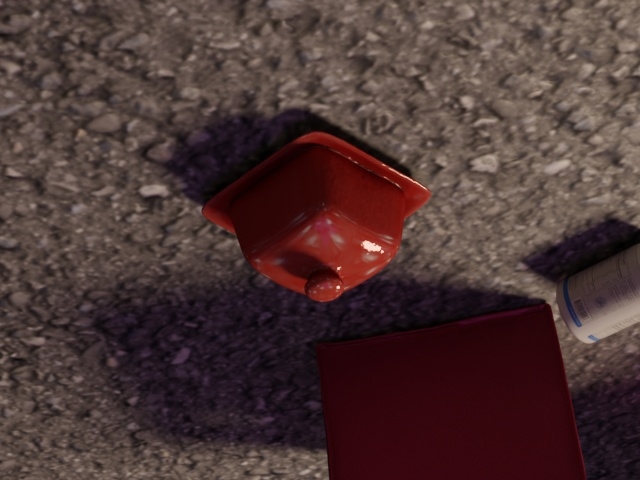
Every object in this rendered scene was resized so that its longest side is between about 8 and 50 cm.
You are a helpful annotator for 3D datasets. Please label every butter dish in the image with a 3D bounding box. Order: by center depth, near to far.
[{"bbox_3d":[0.000,0.000,1.488,0.160,0.118,0.160,27,133,-37],"label":"butter dish"}]

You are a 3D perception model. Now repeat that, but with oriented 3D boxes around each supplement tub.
[{"bbox_3d":[0.291,0.050,1.639,0.107,0.071,0.071,-28,139,28],"label":"supplement tub"}]

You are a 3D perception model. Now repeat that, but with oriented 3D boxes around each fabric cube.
[{"bbox_3d":[0.147,0.255,1.750,0.259,0.254,0.258,-10,145,7],"label":"fabric cube"}]
